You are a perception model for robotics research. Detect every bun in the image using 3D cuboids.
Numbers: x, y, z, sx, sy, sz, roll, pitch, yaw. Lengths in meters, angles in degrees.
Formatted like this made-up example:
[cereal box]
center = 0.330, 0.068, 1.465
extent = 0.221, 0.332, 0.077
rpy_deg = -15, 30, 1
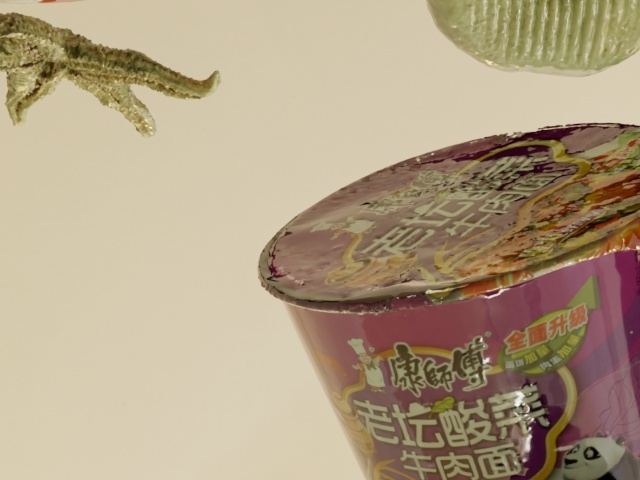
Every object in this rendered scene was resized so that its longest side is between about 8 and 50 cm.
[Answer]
[bun]
center = 0.187, -0.236, 1.055
extent = 0.212, 0.204, 0.127
rpy_deg = 12, -140, -13

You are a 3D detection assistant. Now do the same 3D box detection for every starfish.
[starfish]
center = -0.290, -0.175, 1.346
extent = 0.347, 0.358, 0.078
rpy_deg = 5, -96, -32

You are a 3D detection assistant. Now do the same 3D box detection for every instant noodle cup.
[instant noodle cup]
center = 0.108, 0.064, 0.760
extent = 0.251, 0.251, 0.190
rpy_deg = -30, -68, -34

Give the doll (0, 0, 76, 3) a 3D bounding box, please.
[doll]
center = -0.270, -0.236, 1.071
extent = 0.384, 0.188, 0.099
rpy_deg = -35, -37, -58
